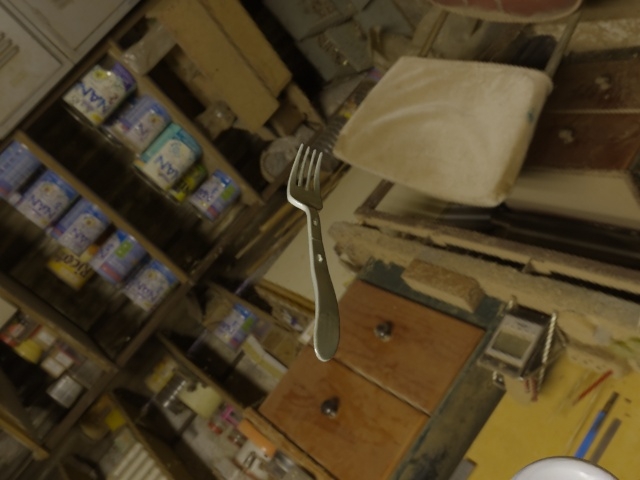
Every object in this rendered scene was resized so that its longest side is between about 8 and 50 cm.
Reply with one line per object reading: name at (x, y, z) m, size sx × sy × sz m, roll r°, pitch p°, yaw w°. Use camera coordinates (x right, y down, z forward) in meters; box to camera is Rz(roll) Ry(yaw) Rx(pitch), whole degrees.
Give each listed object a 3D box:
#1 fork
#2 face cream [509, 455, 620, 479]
fork at (-0.004, 0.004, 0.508) m, size 0.034 × 0.028 × 0.219 m, roll 24°, pitch -140°, yaw -30°
face cream at (0.192, 0.238, 0.517) m, size 0.092 × 0.092 × 0.311 m, roll 32°, pitch 168°, yaw 25°
